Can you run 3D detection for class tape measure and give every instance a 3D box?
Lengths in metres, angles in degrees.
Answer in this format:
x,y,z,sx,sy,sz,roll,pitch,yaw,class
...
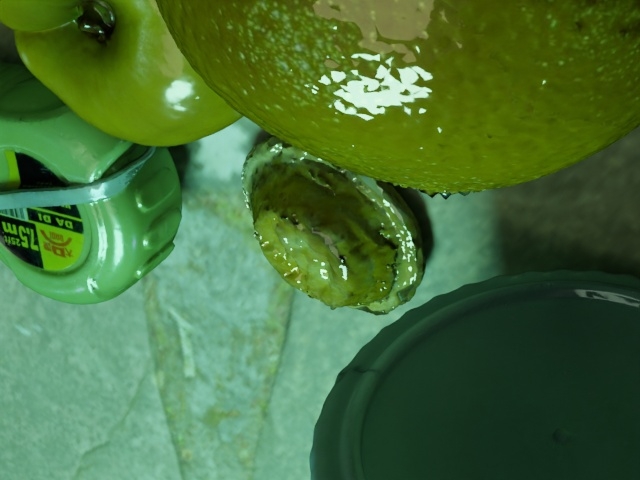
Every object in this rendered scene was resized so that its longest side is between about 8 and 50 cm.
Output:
x,y,z,sx,sy,sz,roll,pitch,yaw,class
-0.157,-0.038,0.967,0.177,0.087,0.154,9,122,34,tape measure

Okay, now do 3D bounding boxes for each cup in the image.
x,y,z,sx,sy,sz,roll,pitch,yaw,class
0.149,0.219,0.796,0.331,0.256,0.311,42,152,44,cup

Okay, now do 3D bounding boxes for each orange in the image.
x,y,z,sx,sy,sz,roll,pitch,yaw,class
0.045,-0.125,0.582,0.236,0.236,0.236,24,141,21,orange

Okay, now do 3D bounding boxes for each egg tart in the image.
x,y,z,sx,sy,sz,roll,pitch,yaw,class
0.000,0.000,0.899,0.128,0.049,0.129,26,143,22,egg tart

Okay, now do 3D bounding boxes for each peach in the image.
x,y,z,sx,sy,sz,roll,pitch,yaw,class
-0.102,-0.131,0.805,0.179,0.103,0.179,27,144,22,peach
